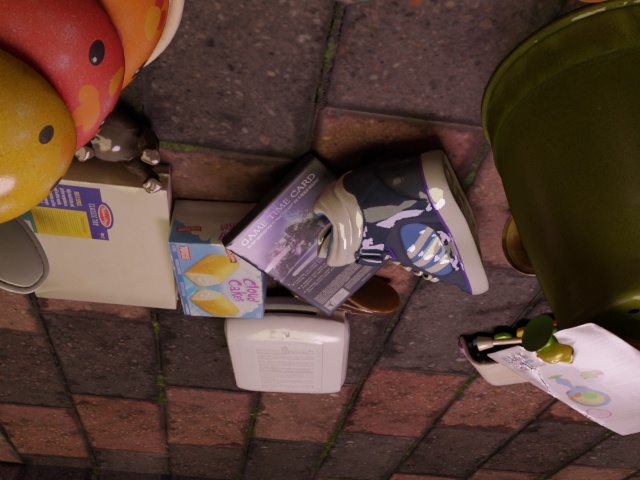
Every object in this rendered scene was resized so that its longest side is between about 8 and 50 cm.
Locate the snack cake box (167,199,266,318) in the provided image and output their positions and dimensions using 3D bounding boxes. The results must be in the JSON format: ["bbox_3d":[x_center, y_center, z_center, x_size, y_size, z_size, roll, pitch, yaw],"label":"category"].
[{"bbox_3d":[-0.172,0.039,1.349,0.152,0.089,0.264,4,148,0],"label":"snack cake box"}]

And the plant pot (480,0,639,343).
[{"bbox_3d":[0.394,-0.039,0.933,0.366,0.353,0.366,2,148,1],"label":"plant pot"}]

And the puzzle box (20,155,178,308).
[{"bbox_3d":[-0.386,-0.004,1.329,0.272,0.052,0.409,7,148,-5],"label":"puzzle box"}]

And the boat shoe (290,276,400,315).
[{"bbox_3d":[0.044,0.099,1.448,0.206,0.073,0.073,17,147,-10],"label":"boat shoe"}]

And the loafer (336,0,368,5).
[{"bbox_3d":[-0.055,-0.326,0.776,0.267,0.096,0.084,30,159,-26],"label":"loafer"}]

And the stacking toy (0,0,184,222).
[{"bbox_3d":[-0.330,-0.127,0.725,0.350,0.480,0.351,2,149,1],"label":"stacking toy"}]

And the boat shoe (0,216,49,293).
[{"bbox_3d":[-0.551,-0.021,1.203,0.302,0.114,0.091,44,150,-1],"label":"boat shoe"}]

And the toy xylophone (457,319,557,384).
[{"bbox_3d":[0.446,0.220,1.596,0.322,0.081,0.236,-8,146,17],"label":"toy xylophone"}]

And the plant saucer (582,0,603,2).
[{"bbox_3d":[0.311,-0.295,0.848,0.083,0.013,0.083,2,149,1],"label":"plant saucer"}]

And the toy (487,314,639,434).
[{"bbox_3d":[0.314,0.139,0.838,0.237,0.056,0.137,28,145,-26],"label":"toy"}]

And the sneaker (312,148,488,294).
[{"bbox_3d":[0.118,-0.002,1.204,0.236,0.130,0.323,-16,140,16],"label":"sneaker"}]

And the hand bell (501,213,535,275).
[{"bbox_3d":[0.423,0.014,1.281,0.242,0.126,0.126,14,149,-42],"label":"hand bell"}]

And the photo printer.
[{"bbox_3d":[-0.068,0.216,1.605,0.255,0.107,0.308,2,147,1],"label":"photo printer"}]

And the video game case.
[{"bbox_3d":[0.000,0.000,1.244,0.196,0.026,0.274,-44,132,10],"label":"video game case"}]

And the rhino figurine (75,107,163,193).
[{"bbox_3d":[-0.316,-0.157,1.039,0.243,0.106,0.073,30,108,-34],"label":"rhino figurine"}]
